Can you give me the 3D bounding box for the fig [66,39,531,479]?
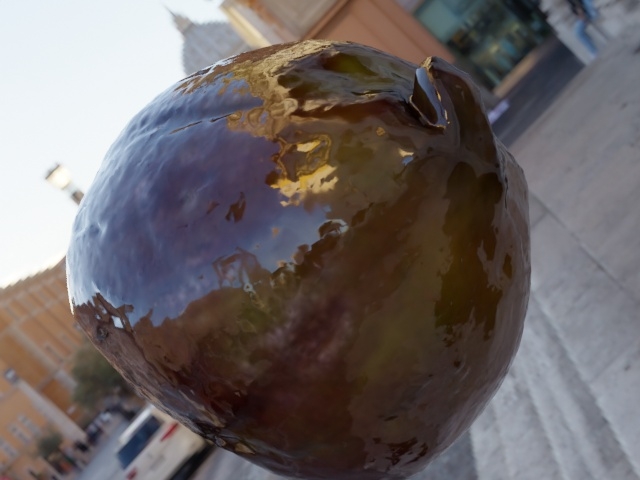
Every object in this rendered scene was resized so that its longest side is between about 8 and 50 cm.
[{"bbox_3d":[-0.005,0.008,0.571,0.224,0.224,0.263,-46,-1,-4],"label":"fig"}]
